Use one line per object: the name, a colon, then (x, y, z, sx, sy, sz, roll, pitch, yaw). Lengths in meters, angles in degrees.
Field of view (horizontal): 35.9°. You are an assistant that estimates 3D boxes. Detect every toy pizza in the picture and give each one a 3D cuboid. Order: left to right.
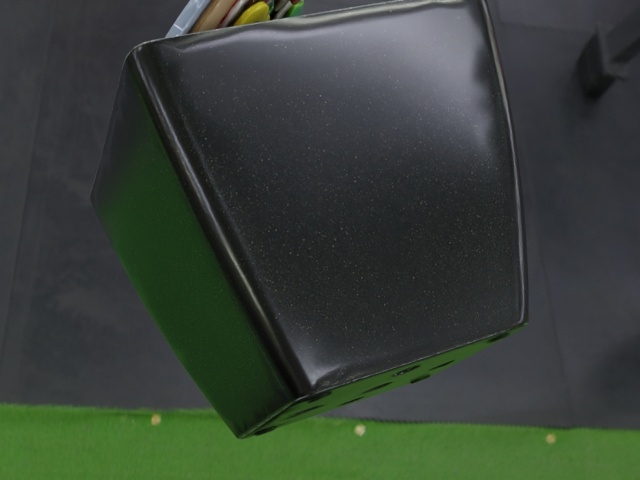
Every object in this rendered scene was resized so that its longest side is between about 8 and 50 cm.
toy pizza: (-0.043, -0.121, 0.564, 0.032, 0.201, 0.201, 37, 57, -3)

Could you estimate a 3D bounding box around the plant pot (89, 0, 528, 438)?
plant pot: (0.000, 0.000, 0.518, 0.188, 0.187, 0.167, -14, 75, -23)
